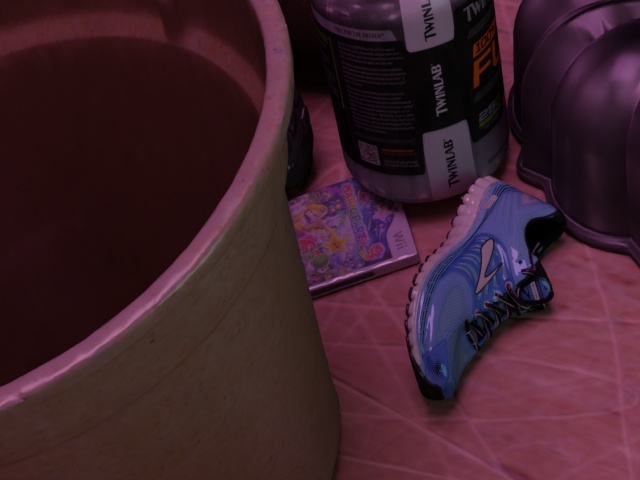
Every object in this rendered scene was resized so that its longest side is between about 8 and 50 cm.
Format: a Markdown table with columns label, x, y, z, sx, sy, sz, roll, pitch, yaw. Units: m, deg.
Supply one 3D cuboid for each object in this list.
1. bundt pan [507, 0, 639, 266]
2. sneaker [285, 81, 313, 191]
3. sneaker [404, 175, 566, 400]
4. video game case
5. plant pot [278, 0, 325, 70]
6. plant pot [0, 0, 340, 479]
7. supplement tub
| label | x | y | z | sx | sy | sz | roll | pitch | yaw |
| --- | --- | --- | --- | --- | --- | --- | --- | --- | --- |
| bundt pan | 0.272 | -0.137 | 0.869 | 0.330 | 0.124 | 0.331 | -10 | 50 | 12 |
| sneaker | -0.163 | -0.109 | 1.005 | 0.343 | 0.146 | 0.134 | 20 | 71 | 13 |
| sneaker | 0.104 | 0.028 | 0.836 | 0.073 | 0.063 | 0.162 | 14 | 58 | 26 |
| video game case | 0.000 | 0.000 | 0.932 | 0.122 | 0.011 | 0.087 | -19 | 48 | 5 |
| plant pot | -0.036 | -0.229 | 1.008 | 0.230 | 0.215 | 0.215 | 35 | 67 | 8 |
| plant pot | -0.134 | 0.046 | 0.745 | 0.333 | 0.305 | 0.334 | -10 | 49 | 12 |
| supplement tub | 0.058 | -0.129 | 0.887 | 0.117 | 0.190 | 0.117 | -8 | 41 | 7 |
